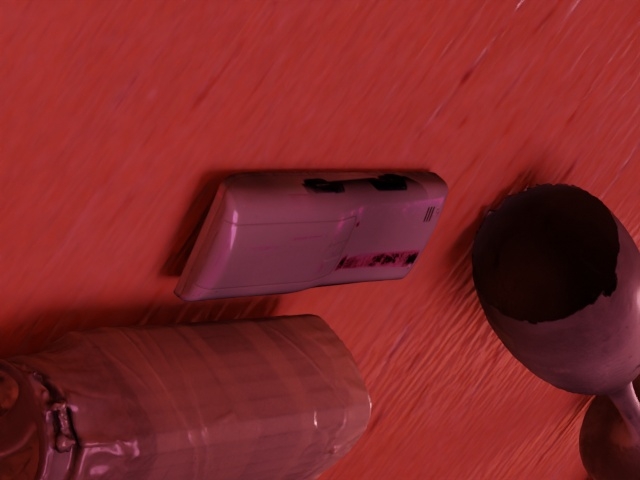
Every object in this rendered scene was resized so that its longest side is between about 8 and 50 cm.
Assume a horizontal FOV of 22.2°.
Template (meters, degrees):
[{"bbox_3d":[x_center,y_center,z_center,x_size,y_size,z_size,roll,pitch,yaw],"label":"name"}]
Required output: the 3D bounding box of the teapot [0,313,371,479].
[{"bbox_3d":[-0.080,0.088,0.745,0.200,0.077,0.107,0,144,-49],"label":"teapot"}]

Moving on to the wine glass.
[{"bbox_3d":[0.120,0.136,0.987,0.264,0.096,0.309,-50,147,-7],"label":"wine glass"}]

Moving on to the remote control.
[{"bbox_3d":[0.000,0.000,0.783,0.166,0.029,0.065,-3,125,-48],"label":"remote control"}]
